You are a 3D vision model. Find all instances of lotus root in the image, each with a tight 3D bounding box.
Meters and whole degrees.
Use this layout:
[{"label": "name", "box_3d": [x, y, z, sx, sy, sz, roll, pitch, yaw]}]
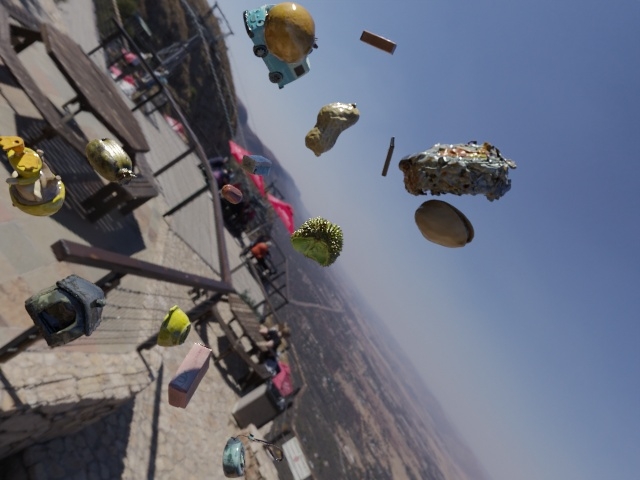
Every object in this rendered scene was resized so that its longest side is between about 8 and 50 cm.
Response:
[{"label": "lotus root", "box_3d": [-0.878, -0.321, 1.960, 0.278, 0.154, 0.154, 43, -2, 13]}]

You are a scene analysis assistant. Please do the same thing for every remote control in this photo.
[{"label": "remote control", "box_3d": [0.310, -0.379, 2.115, 0.245, 0.025, 0.063, 94, 6, -64]}]

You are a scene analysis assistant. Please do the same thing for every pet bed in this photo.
[{"label": "pet bed", "box_3d": [-0.741, 0.200, 1.388, 0.183, 0.159, 0.211, 65, -12, -9]}]

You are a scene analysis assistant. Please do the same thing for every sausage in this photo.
[{"label": "sausage", "box_3d": [-0.359, -0.188, 1.883, 0.094, 0.054, 0.059, 37, 43, -36]}]

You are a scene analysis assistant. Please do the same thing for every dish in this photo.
[{"label": "dish", "box_3d": [-0.537, 0.335, 1.739, 0.080, 0.207, 0.148, 24, 43, 4]}]

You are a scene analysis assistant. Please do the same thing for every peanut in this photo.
[{"label": "peanut", "box_3d": [0.041, -0.520, 2.094, 0.159, 0.291, 0.143, 44, -4, -4]}]

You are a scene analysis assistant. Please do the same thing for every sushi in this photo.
[{"label": "sushi", "box_3d": [0.505, -0.252, 1.697, 0.417, 0.418, 0.175, -120, -155, -68]}]

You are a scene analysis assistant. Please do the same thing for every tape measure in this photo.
[{"label": "tape measure", "box_3d": [-0.190, 0.627, 1.330, 0.107, 0.180, 0.104, -91, -168, -53]}]

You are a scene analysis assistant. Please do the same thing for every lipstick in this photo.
[{"label": "lipstick", "box_3d": [0.235, -0.807, 1.891, 0.145, 0.045, 0.045, 29, 15, 10]}]

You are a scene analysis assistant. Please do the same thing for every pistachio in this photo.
[{"label": "pistachio", "box_3d": [0.423, -0.054, 1.611, 0.126, 0.152, 0.223, -19, 50, -44]}]

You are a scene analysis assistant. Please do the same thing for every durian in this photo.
[{"label": "durian", "box_3d": [-0.002, -0.001, 1.975, 0.237, 0.176, 0.200, 14, -29, 48]}]

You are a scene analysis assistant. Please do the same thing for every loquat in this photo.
[{"label": "loquat", "box_3d": [-0.082, -0.550, 1.233, 0.163, 0.137, 0.163, 20, 54, -29]}]

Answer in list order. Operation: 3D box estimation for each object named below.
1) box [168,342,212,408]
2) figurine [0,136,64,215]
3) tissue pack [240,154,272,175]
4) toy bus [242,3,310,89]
[{"label": "box", "box_3d": [-0.366, 0.378, 1.300, 0.060, 0.156, 0.111, 23, -45, 4]}, {"label": "figurine", "box_3d": [-1.057, -0.224, 1.698, 0.215, 0.187, 0.343, 60, -29, 14]}, {"label": "tissue pack", "box_3d": [-0.233, -0.273, 1.674, 0.074, 0.058, 0.094, 33, 23, 25]}, {"label": "toy bus", "box_3d": [-0.146, -0.690, 1.629, 0.271, 0.165, 0.133, 51, 23, -58]}]
